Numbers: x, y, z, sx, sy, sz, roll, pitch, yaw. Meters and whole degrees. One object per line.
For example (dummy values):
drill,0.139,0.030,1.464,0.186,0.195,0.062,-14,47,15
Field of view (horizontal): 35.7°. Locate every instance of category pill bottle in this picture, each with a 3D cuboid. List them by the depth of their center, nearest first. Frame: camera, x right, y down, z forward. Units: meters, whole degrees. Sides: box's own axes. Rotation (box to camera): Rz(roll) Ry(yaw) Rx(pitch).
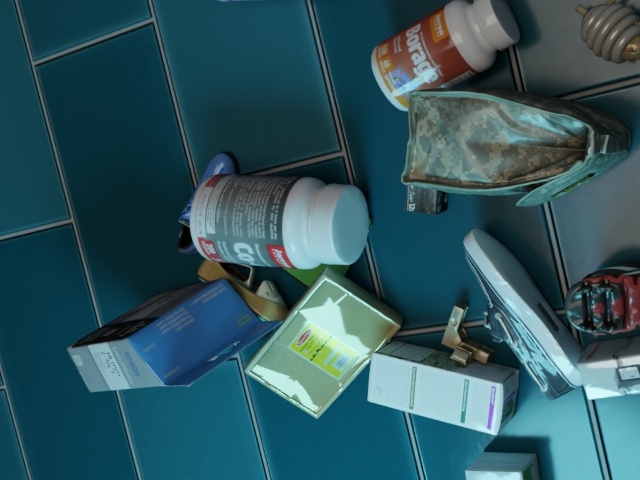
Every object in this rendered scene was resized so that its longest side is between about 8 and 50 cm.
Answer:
pill bottle,0.196,-0.301,1.559,0.216,0.121,0.121,-27,87,31
pill bottle,-0.071,-0.033,1.735,0.283,0.161,0.161,4,102,30

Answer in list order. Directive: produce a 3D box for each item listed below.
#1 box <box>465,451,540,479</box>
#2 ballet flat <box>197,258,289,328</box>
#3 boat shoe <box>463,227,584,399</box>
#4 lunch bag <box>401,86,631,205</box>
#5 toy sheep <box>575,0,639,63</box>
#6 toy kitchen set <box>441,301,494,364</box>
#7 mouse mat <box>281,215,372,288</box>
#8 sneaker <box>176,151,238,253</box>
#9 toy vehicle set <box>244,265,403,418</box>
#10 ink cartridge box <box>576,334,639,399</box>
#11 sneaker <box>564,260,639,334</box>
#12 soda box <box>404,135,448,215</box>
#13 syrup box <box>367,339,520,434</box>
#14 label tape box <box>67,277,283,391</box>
box,0.309,0.417,1.665,0.101,0.087,0.101,-6,97,29
ballet flat,-0.130,0.091,1.854,0.232,0.080,0.073,31,98,19
boat shoe,0.310,0.122,1.599,0.102,0.108,0.301,-39,88,28
lunch bag,0.300,-0.138,1.469,0.287,0.235,0.169,7,98,29
toy sheep,0.428,-0.308,1.452,0.132,0.091,0.091,44,119,30
toy kitchen set,0.248,0.159,1.657,0.083,0.068,0.075,24,111,23
mouse mat,0.000,0.000,1.799,0.152,0.007,0.190,35,114,19
sneaker,-0.217,-0.066,1.865,0.069,0.082,0.209,31,112,22
toy vehicle set,0.003,0.187,1.781,0.166,0.035,0.267,35,118,-9
ink cartridge box,0.480,0.188,1.509,0.150,0.109,0.063,-14,96,31
sneaker,0.505,0.083,1.467,0.276,0.135,0.098,0,105,18
soda box,0.180,-0.130,1.644,0.060,0.053,0.169,9,105,27
syrup box,0.208,0.246,1.683,0.236,0.093,0.096,12,106,27
label tape box,-0.266,0.168,1.791,0.333,0.240,0.106,-14,104,48
